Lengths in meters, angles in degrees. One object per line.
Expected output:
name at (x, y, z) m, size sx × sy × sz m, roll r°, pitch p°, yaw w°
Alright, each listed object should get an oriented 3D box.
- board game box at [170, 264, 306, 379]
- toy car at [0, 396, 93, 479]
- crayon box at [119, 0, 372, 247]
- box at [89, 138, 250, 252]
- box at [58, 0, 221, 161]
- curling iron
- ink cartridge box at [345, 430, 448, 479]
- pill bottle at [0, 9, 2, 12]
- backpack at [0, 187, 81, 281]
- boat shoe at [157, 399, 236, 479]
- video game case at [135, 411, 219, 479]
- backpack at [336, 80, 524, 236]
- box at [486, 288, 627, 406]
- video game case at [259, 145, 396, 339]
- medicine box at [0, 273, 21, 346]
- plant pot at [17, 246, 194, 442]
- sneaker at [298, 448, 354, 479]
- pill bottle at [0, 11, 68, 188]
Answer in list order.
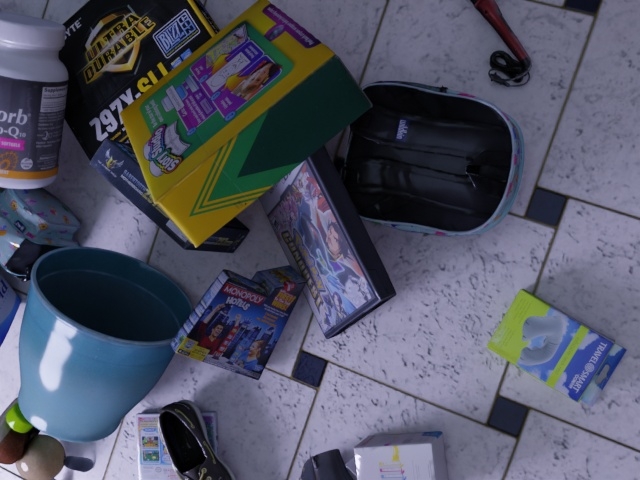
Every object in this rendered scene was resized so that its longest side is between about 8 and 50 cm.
board game box at (-0.123, 0.114, 1.324) m, size 0.194 × 0.194 × 0.060 m, roll -55°, pitch 46°, yaw 5°
toy car at (-0.514, 0.383, 1.495) m, size 0.188 × 0.149 × 0.155 m, roll 41°, pitch 106°, yaw -14°
crayon box at (-0.132, -0.196, 1.236) m, size 0.313 × 0.106 × 0.363 m, roll -39°, pitch 34°, yaw 3°
box at (-0.249, -0.072, 1.375) m, size 0.233 × 0.183 × 0.059 m, roll 41°, pitch 100°, yaw 16°
box at (-0.340, -0.328, 1.473) m, size 0.322 × 0.079 × 0.257 m, roll -36°, pitch 79°, yaw 14°
curling iron at (0.253, -0.363, 1.299) m, size 0.068 × 0.035 × 0.274 m, roll -28°, pitch 80°, yaw 15°
ink cartridge box at (0.119, 0.356, 1.283) m, size 0.143 × 0.092 × 0.089 m, roll -9°, pitch 86°, yaw 19°
pill bottle at (-0.624, -0.352, 1.544) m, size 0.121 × 0.121 × 0.221 m, roll -29°, pitch 78°, yaw 15°
backpack at (-0.545, -0.029, 1.479) m, size 0.188 × 0.166 × 0.144 m, roll 32°, pitch 98°, yaw 14°
boat shoe at (-0.210, 0.381, 1.381) m, size 0.081 × 0.069 × 0.227 m, roll -33°, pitch 77°, yaw 15°
video game case at (-0.252, 0.376, 1.443) m, size 0.157 × 0.019 × 0.143 m, roll -5°, pitch 86°, yaw 19°
backpack at (0.176, -0.115, 1.232) m, size 0.254 × 0.191 × 0.225 m, roll 12°, pitch 94°, yaw 26°
box at (0.357, 0.163, 1.239) m, size 0.178 × 0.042 × 0.109 m, roll 31°, pitch 98°, yaw 18°
video game case at (0.000, 0.000, 1.276) m, size 0.035 × 0.248 × 0.274 m, roll -21°, pitch 78°, yaw -25°
medicine box at (-0.744, 0.088, 1.467) m, size 0.264 × 0.289 × 0.149 m, roll -12°, pitch 39°, yaw 15°
plant pot at (-0.387, 0.189, 1.380) m, size 0.272 × 0.272 × 0.255 m, roll 34°, pitch 112°, yaw 17°
sneaker at (-0.023, 0.440, 1.345) m, size 0.222 × 0.083 × 0.118 m, roll -38°, pitch 56°, yaw 22°
pill bottle at (-0.523, -0.241, 1.409) m, size 0.162 × 0.162 × 0.278 m, roll 18°, pitch 109°, yaw 18°
